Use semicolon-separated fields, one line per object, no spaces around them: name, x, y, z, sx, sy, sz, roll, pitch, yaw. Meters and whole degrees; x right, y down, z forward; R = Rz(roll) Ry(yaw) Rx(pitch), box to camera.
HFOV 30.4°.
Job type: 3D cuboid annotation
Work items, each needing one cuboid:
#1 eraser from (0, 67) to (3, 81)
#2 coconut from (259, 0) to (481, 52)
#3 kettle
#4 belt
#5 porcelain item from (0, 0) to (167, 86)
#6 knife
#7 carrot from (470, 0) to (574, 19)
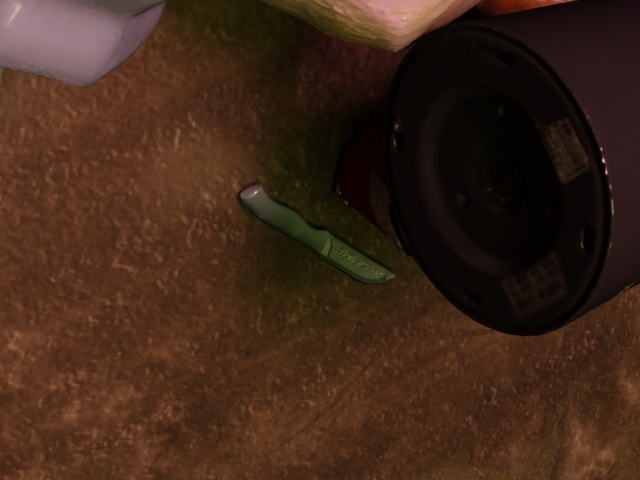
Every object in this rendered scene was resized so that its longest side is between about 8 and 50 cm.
eraser;-0.310;-0.118;0.744;0.210;0.068;0.124;-1;119;-34
coconut;0.040;-0.239;0.762;0.230;0.227;0.227;19;115;4
kettle;0.215;-0.056;0.841;0.308;0.203;0.262;-19;143;-33
belt;0.126;-0.059;1.036;0.201;0.124;0.128;-23;129;-20
porcelain item;-0.066;-0.272;0.571;0.405;0.242;0.178;-45;164;31
knife;0.000;0.001;1.067;0.210;0.015;0.028;33;93;-43
carrot;0.222;-0.196;0.987;0.225;0.159;0.159;-4;122;-29
